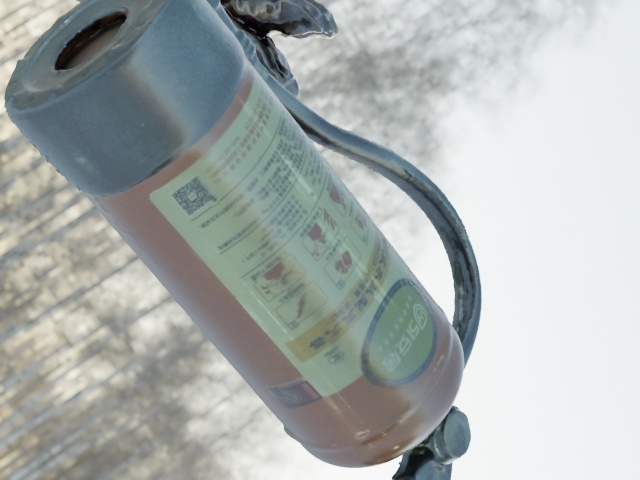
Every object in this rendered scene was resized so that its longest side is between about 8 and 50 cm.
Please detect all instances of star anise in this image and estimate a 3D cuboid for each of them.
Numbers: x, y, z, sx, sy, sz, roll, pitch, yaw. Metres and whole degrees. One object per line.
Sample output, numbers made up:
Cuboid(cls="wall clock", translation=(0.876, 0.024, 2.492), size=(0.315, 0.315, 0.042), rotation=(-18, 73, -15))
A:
Cuboid(cls="star anise", translation=(-0.098, -0.213, 1.355), size=(0.109, 0.236, 0.223), rotation=(137, -67, -71))

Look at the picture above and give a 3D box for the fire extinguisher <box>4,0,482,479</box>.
Cuboid(cls="fire extinguisher", translation=(0.005, 0.003, 0.856), size=(0.113, 0.200, 0.376), rotation=(14, -33, 54))
